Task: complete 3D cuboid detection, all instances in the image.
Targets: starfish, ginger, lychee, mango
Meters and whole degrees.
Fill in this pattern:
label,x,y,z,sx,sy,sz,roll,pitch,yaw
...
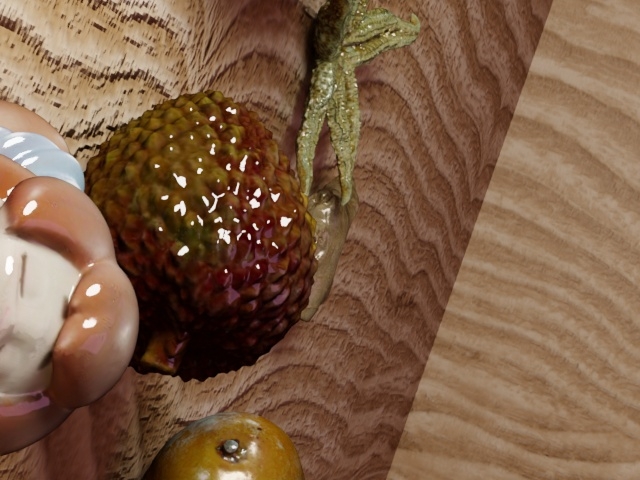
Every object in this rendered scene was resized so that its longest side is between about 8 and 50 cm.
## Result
label,x,y,z,sx,sy,sz,roll,pitch,yaw
starfish,0.026,-0.220,1.658,0.347,0.078,0.358,81,32,-59
ginger,-0.001,0.000,1.834,0.137,0.074,0.213,67,48,-80
lychee,-0.112,-0.005,1.199,0.236,0.236,0.271,77,14,-61
mango,-0.123,0.353,1.604,0.221,0.199,0.384,-56,159,-46

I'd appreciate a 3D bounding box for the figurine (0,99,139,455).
label,x,y,z,sx,sy,sz,roll,pitch,yaw
figurine,-0.258,0.025,0.798,0.277,0.248,0.388,-67,154,-4
